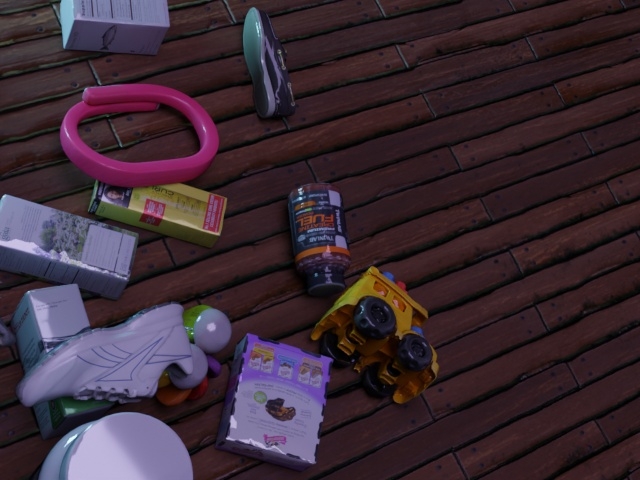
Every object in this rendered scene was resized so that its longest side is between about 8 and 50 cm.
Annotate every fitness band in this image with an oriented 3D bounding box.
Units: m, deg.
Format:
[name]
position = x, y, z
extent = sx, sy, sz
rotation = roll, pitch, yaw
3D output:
[fitness band]
position = -0.321, -0.187, 2.033
extent = 0.291, 0.054, 0.209
rotation = -10, 59, -36

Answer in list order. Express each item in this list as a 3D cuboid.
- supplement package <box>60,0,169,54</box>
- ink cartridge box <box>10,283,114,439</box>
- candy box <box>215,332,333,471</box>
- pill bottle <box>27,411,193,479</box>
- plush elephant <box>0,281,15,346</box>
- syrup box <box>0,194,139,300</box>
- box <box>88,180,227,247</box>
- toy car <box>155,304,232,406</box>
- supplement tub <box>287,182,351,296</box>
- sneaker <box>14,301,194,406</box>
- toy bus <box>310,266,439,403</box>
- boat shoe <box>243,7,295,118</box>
[supplement package]
position = -0.384, -0.419, 2.117
extent = 0.179, 0.105, 0.105
rotation = 0, 68, -23
[ink cartridge box]
position = -0.413, 0.191, 1.802
extent = 0.087, 0.153, 0.208
rotation = -12, 74, -30
[candy box]
position = -0.079, 0.279, 1.957
extent = 0.165, 0.070, 0.196
rotation = 19, 61, -15
[pill bottle]
position = -0.313, 0.375, 1.638
extent = 0.210, 0.363, 0.210
rotation = 10, 64, -20
[plush elephant]
position = -0.602, 0.097, 1.700
extent = 0.330, 0.255, 0.272
rotation = -36, 85, -32
[syrup box]
position = -0.435, 0.014, 1.905
extent = 0.237, 0.096, 0.093
rotation = 16, 60, -16
[box]
position = -0.289, -0.063, 2.026
extent = 0.232, 0.058, 0.087
rotation = 18, 60, -16
[toy car]
position = -0.223, 0.196, 1.904
extent = 0.182, 0.159, 0.136
rotation = -57, 131, -32
[supplement tub]
position = 0.000, 0.000, 2.097
extent = 0.106, 0.106, 0.197
rotation = 1, 67, -23
[sneaker]
position = -0.311, 0.190, 1.702
extent = 0.297, 0.111, 0.129
rotation = -21, 84, -34
[toy bus]
position = 0.123, 0.155, 2.075
extent = 0.220, 0.149, 0.211
rotation = 39, 42, -6
[boat shoe]
position = -0.099, -0.346, 2.228
extent = 0.069, 0.081, 0.227
rotation = -3, 76, -28
